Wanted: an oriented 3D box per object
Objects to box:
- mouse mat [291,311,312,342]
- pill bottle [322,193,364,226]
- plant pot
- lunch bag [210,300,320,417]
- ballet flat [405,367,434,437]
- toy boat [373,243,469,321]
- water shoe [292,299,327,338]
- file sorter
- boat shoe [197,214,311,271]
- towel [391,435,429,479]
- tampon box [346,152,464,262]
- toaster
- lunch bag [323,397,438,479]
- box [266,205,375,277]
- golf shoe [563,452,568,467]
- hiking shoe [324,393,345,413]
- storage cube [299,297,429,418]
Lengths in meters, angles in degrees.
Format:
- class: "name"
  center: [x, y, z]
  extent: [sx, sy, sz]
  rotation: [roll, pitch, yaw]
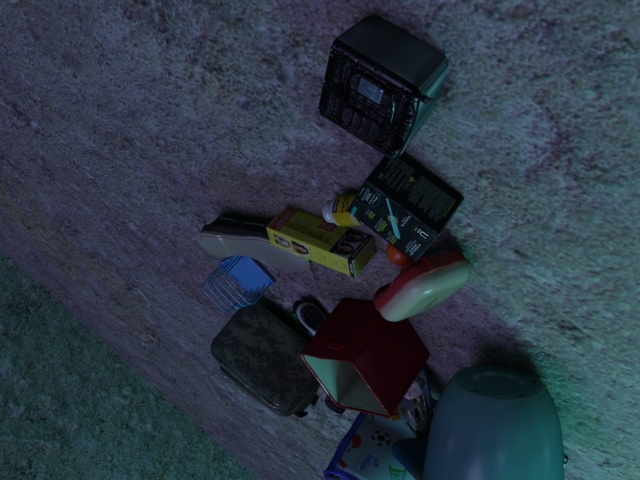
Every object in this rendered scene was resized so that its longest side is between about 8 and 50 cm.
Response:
- class: "mouse mat"
  center: [-0.013, 0.281, 2.062]
  extent: [0.152, 0.007, 0.190]
  rotation: [26, 148, 23]
- class: "pill bottle"
  center: [0.060, -0.060, 1.483]
  extent: [0.116, 0.065, 0.065]
  rotation: [-2, 130, 49]
- class: "plant pot"
  center: [0.361, 0.398, 1.534]
  extent: [0.292, 0.293, 0.235]
  rotation: [10, 106, 40]
- class: "lunch bag"
  center: [-0.136, 0.351, 2.099]
  extent: [0.305, 0.213, 0.256]
  rotation: [36, 167, 16]
- class: "ballet flat"
  center: [0.237, 0.390, 1.796]
  extent: [0.070, 0.070, 0.189]
  rotation: [-13, 93, 54]
- class: "toy boat"
  center: [0.180, 0.061, 1.466]
  extent: [0.151, 0.150, 0.231]
  rotation: [66, 154, 18]
- class: "water shoe"
  center: [0.002, 0.233, 1.942]
  extent: [0.203, 0.073, 0.080]
  rotation: [58, 169, -22]
- class: "file sorter"
  center: [-0.225, 0.115, 1.986]
  extent: [0.118, 0.104, 0.170]
  rotation: [48, 149, -12]
- class: "boat shoe"
  center: [-0.150, -0.007, 1.778]
  extent: [0.335, 0.096, 0.112]
  rotation: [9, 141, 33]
- class: "towel"
  center: [0.343, 0.518, 1.625]
  extent: [0.370, 0.271, 0.040]
  rotation: [-146, 54, -69]
- class: "tampon box"
  center: [0.152, -0.064, 1.339]
  extent: [0.161, 0.101, 0.120]
  rotation: [37, 150, 4]
- class: "toaster"
  center: [0.100, -0.236, 1.165]
  extent: [0.185, 0.110, 0.168]
  rotation: [33, 149, 12]
- class: "lunch bag"
  center: [0.229, 0.583, 1.877]
  extent: [0.385, 0.328, 0.239]
  rotation: [41, 145, -3]
- class: "box"
  center: [0.000, 0.000, 1.608]
  extent: [0.232, 0.087, 0.058]
  rotation: [22, 143, 31]
- class: "golf shoe"
  center: [0.513, 0.477, 1.683]
  extent: [0.077, 0.093, 0.198]
  rotation: [-145, 46, -59]
- class: "hiking shoe"
  center: [0.081, 0.348, 1.964]
  extent: [0.086, 0.114, 0.227]
  rotation: [31, 120, 7]
- class: "storage cube"
  center: [0.106, 0.270, 1.734]
  extent: [0.183, 0.193, 0.215]
  rotation: [-1, 131, 49]
